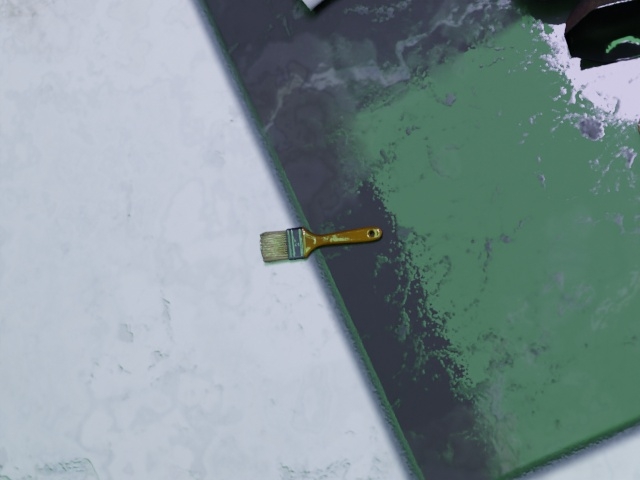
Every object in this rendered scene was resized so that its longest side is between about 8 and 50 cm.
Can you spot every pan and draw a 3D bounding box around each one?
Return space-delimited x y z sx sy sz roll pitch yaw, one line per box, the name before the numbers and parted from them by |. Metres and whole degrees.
pan | 0.383 -0.264 1.322 0.202 0.128 0.048 -9 70 17

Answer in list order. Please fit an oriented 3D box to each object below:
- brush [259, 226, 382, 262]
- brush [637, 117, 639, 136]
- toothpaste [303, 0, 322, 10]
brush | 0.000 0.000 1.504 0.169 0.014 0.043 -7 86 19
brush | 0.480 -0.043 1.314 0.042 0.039 0.299 -47 74 11
toothpaste | 0.051 -0.375 1.495 0.193 0.045 0.071 -38 83 8
